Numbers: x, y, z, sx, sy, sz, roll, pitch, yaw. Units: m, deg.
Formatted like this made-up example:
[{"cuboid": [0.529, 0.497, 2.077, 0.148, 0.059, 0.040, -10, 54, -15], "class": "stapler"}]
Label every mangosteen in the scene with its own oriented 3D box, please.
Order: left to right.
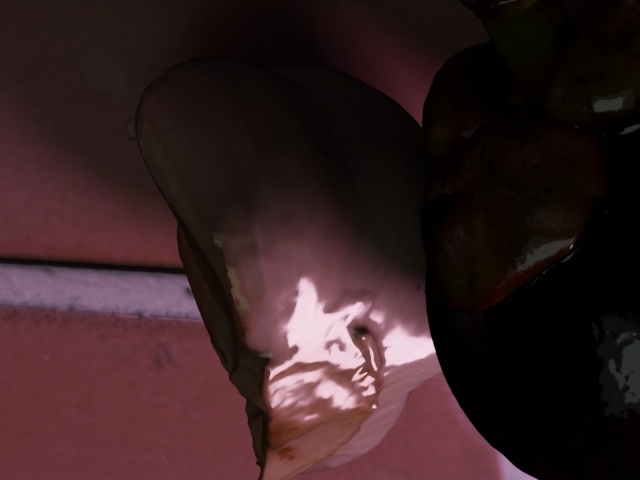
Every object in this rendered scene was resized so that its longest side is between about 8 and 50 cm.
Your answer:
[{"cuboid": [0.124, -0.015, 0.746, 0.211, 0.211, 0.250, -22, 112, 38], "class": "mangosteen"}]

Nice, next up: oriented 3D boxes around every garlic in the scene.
[{"cuboid": [0.000, 0.000, 0.864, 0.142, 0.178, 0.229, -23, 148, 2], "class": "garlic"}]
